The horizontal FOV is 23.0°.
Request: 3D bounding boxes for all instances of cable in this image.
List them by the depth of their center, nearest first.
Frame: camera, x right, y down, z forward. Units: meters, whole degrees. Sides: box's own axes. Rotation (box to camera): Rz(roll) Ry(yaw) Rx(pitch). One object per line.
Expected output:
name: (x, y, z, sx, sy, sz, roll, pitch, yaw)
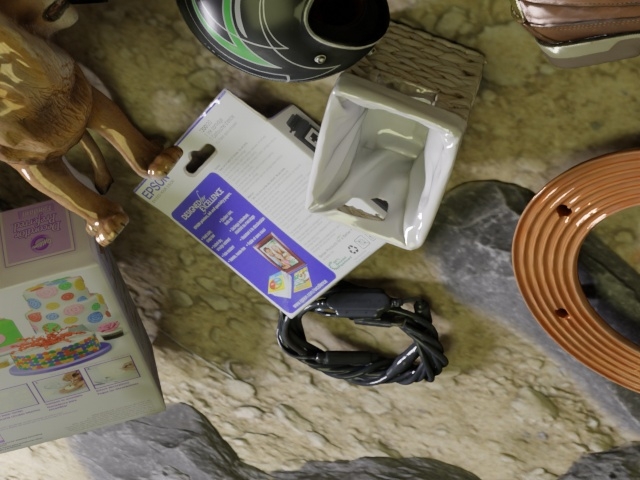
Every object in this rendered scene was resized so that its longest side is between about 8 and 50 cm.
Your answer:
cable: (0.041, 0.099, 1.626, 0.185, 0.047, 0.150, -4, 140, 27)

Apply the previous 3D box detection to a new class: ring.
ring: (0.337, 0.036, 1.394, 0.337, 0.032, 0.336, 15, 140, 13)

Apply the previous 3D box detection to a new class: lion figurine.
lion figurine: (-0.247, -0.118, 1.355, 0.240, 0.142, 0.392, 41, 169, -10)

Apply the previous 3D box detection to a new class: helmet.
helmet: (-0.030, -0.202, 1.198, 0.169, 0.169, 0.161, 11, 125, 15)

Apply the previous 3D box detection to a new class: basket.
basket: (0.063, -0.091, 1.330, 0.113, 0.103, 0.167, 21, 142, 4)

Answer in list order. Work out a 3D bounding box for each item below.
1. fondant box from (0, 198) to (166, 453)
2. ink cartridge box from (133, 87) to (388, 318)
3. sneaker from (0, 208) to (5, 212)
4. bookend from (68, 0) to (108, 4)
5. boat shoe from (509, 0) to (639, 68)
fondant box: (-0.314, 0.100, 1.640, 0.238, 0.096, 0.330, -14, 149, -1)
ink cartridge box: (-0.048, -0.040, 1.490, 0.208, 0.045, 0.206, 39, 140, -10)
sneaker: (-0.420, 0.000, 1.724, 0.281, 0.105, 0.115, 16, 173, 5)
bookend: (-0.256, -0.275, 1.299, 0.156, 0.072, 0.157, 2, 137, 26)
boat shoe: (0.257, -0.202, 1.089, 0.307, 0.110, 0.104, -16, 129, 39)
